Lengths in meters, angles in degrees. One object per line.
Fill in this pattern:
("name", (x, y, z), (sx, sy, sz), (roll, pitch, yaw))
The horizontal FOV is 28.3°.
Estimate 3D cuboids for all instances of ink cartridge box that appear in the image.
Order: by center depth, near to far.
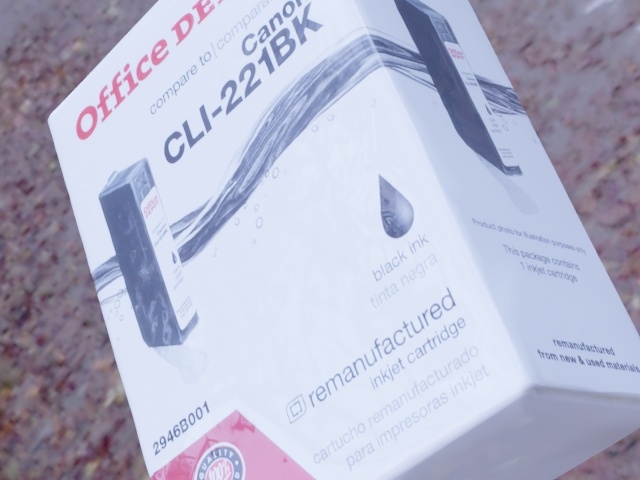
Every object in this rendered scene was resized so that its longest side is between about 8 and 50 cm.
("ink cartridge box", (0.000, 0.000, 0.583), (0.197, 0.114, 0.273), (-39, 56, 30))
